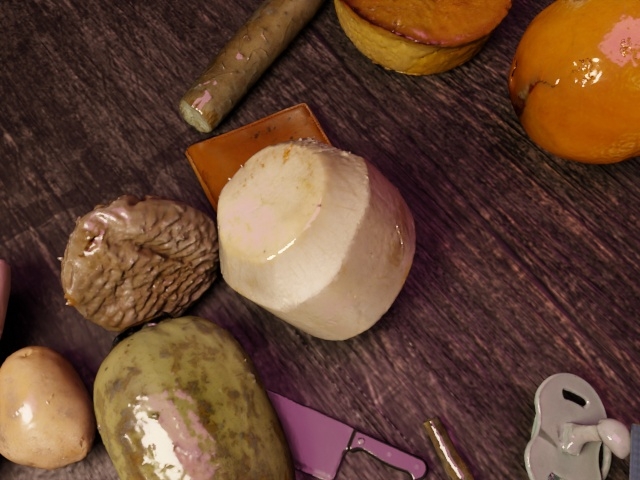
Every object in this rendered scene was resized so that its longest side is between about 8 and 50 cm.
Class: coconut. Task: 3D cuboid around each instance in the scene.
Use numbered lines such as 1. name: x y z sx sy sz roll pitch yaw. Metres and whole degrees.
1. coconut: -0.003 -0.001 0.699 0.241 0.241 0.241 0 64 -1

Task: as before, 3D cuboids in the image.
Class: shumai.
1. shumai: -0.236 0.003 0.717 0.175 0.205 0.167 33 101 33

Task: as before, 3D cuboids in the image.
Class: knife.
1. knife: 0.003 0.240 0.686 0.245 0.019 0.072 20 69 11

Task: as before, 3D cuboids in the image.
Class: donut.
1. donut: 0.154 -0.389 0.943 0.302 0.110 0.303 1 62 -2

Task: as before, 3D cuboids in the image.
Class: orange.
1. orange: 0.381 -0.225 0.790 0.245 0.246 0.246 0 64 -1

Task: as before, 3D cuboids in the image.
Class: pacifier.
1. pacifier: 0.295 0.223 0.646 0.126 0.116 0.150 34 62 -12

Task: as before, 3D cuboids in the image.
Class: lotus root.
1. lotus root: -0.122 0.219 0.625 0.173 0.173 0.309 -30 76 -14

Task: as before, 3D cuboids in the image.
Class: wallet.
1. wallet: -0.075 -0.105 0.840 0.195 0.042 0.161 -25 62 -10

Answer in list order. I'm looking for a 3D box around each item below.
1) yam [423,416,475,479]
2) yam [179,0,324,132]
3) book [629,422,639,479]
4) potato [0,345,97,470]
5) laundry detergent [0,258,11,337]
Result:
1. yam: 0.181 0.307 0.652 0.027 0.029 0.234 -32 68 14
2. yam: -0.087 -0.320 0.924 0.083 0.083 0.372 28 67 12
3. book: 0.356 0.342 0.576 0.190 0.025 0.270 32 61 -29
4. potato: -0.312 0.189 0.657 0.112 0.112 0.147 -26 59 -13
5. laundry detergent: -0.413 0.187 0.643 0.087 0.159 0.336 19 57 -42
